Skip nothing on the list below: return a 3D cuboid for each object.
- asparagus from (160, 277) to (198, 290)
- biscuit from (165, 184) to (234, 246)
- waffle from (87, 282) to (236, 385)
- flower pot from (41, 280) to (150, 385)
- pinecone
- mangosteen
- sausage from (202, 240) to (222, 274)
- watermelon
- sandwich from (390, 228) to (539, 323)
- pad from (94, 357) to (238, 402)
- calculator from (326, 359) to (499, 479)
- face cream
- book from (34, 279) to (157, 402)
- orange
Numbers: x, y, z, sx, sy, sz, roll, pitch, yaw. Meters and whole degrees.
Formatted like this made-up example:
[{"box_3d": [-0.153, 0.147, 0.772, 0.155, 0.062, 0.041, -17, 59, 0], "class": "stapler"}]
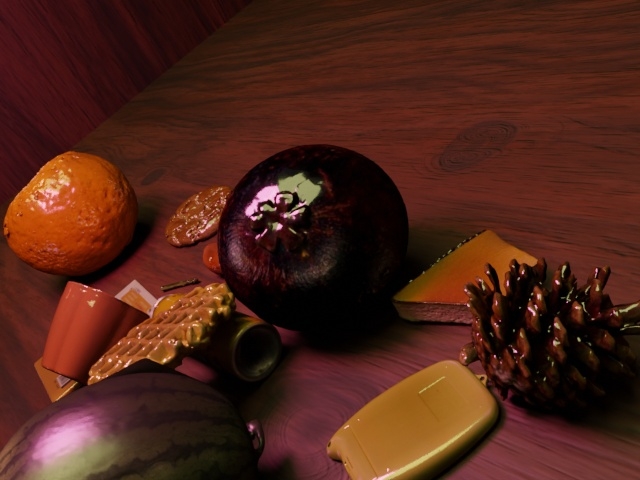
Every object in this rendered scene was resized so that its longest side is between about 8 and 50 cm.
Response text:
[{"box_3d": [-0.312, 0.097, 1.514, 0.114, 0.014, 0.015, -16, 13, 28], "class": "asparagus"}, {"box_3d": [-0.302, -0.065, 1.715, 0.226, 0.042, 0.226, -23, 33, 16], "class": "biscuit"}, {"box_3d": [-0.254, 0.158, 1.089, 0.253, 0.056, 0.249, -27, 16, 19], "class": "waffle"}, {"box_3d": [-0.457, 0.195, 1.348, 0.191, 0.191, 0.173, 2, 61, 45], "class": "flower pot"}, {"box_3d": [0.274, 0.108, 0.790, 0.212, 0.185, 0.168, 3, 69, 27], "class": "pinecone"}, {"box_3d": [-0.005, -0.002, 1.114, 0.330, 0.330, 0.330, -24, 31, 16], "class": "mangosteen"}, {"box_3d": [-0.176, 0.031, 1.425, 0.179, 0.089, 0.089, -7, 39, 42], "class": "sausage"}, {"box_3d": [-0.233, 0.310, 0.861, 0.360, 0.278, 0.279, -10, 24, -20], "class": "watermelon"}, {"box_3d": [0.221, 0.078, 0.997, 0.193, 0.058, 0.162, -34, 31, -6], "class": "sandwich"}, {"box_3d": [-0.251, 0.246, 1.024, 0.160, 0.265, 0.009, -28, 58, 10], "class": "pad"}, {"box_3d": [0.119, 0.241, 0.883, 0.237, 0.033, 0.157, -34, 29, -4], "class": "calculator"}, {"box_3d": [-0.213, 0.162, 1.238, 0.349, 0.105, 0.105, 11, 52, 50], "class": "face cream"}, {"box_3d": [-0.491, 0.216, 1.506, 0.295, 0.020, 0.208, -42, 32, -15], "class": "book"}, {"box_3d": [-0.642, -0.060, 1.786, 0.341, 0.293, 0.340, -41, 21, 19], "class": "orange"}]
